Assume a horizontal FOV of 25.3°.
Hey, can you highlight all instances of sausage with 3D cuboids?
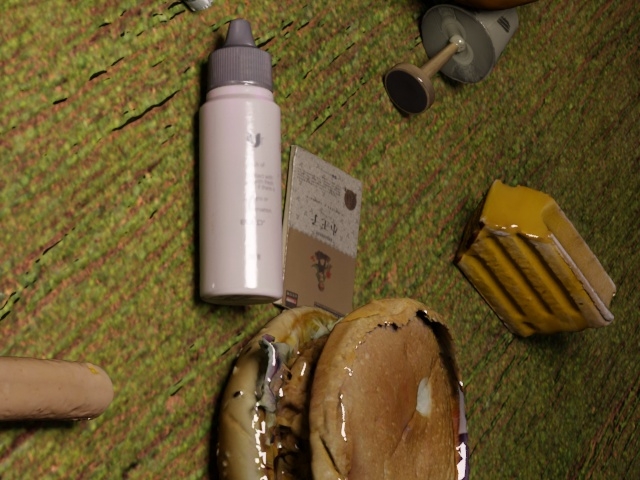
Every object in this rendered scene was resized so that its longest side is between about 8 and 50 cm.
[{"bbox_3d":[-0.303,0.130,1.216,0.301,0.065,0.066,4,80,-54],"label":"sausage"}]

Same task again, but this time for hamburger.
[{"bbox_3d":[0.036,0.201,1.548,0.318,0.195,0.277,9,73,-55],"label":"hamburger"}]

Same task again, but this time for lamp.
[{"bbox_3d":[0.172,-0.252,1.898,0.214,0.121,0.121,-44,119,-33],"label":"lamp"}]

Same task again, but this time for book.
[{"bbox_3d":[0.000,0.000,1.690,0.138,0.016,0.199,27,62,-48],"label":"book"}]

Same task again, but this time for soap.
[{"bbox_3d":[0.280,0.026,1.941,0.257,0.160,0.080,49,45,-37],"label":"soap"}]

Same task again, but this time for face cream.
[{"bbox_3d":[-0.087,-0.089,1.532,0.092,0.092,0.311,12,72,-52],"label":"face cream"}]

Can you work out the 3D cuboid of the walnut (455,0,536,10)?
[{"bbox_3d":[0.215,-0.476,1.841,0.354,0.308,0.398,37,41,4],"label":"walnut"}]

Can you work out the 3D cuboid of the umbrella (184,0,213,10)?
[{"bbox_3d":[-0.178,-0.302,1.494,0.188,0.046,0.050,43,43,-46],"label":"umbrella"}]
